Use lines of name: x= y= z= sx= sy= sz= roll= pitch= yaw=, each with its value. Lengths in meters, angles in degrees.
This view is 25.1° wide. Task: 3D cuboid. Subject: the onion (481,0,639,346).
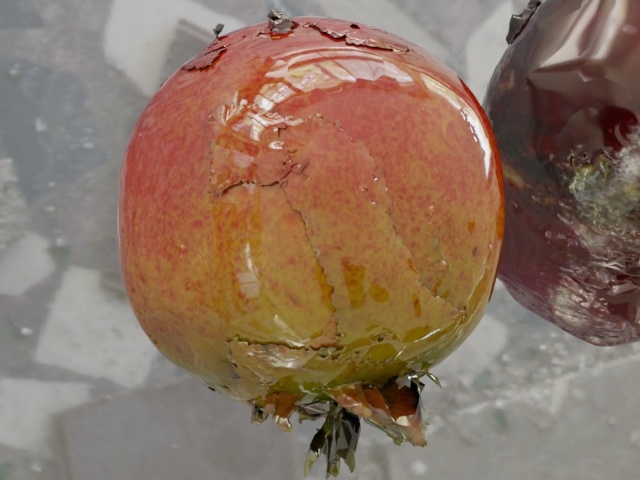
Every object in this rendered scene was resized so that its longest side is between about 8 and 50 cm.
onion: x=0.351 y=-0.064 z=1.206 sx=0.398 sy=0.420 sz=0.398 roll=-52 pitch=162 yaw=-25

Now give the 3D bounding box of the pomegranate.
pomegranate: x=0.000 y=0.000 z=0.742 sx=0.210 sy=0.210 sz=0.235 roll=-10 pitch=77 yaw=-37
